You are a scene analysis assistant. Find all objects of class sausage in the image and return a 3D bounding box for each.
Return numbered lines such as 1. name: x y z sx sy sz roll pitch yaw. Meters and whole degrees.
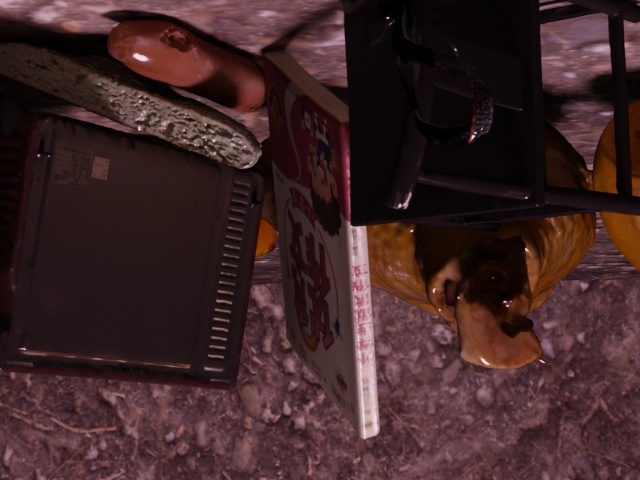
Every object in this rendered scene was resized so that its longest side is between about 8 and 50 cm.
1. sausage: -0.081 -0.118 1.057 0.043 0.043 0.186 -4 173 24

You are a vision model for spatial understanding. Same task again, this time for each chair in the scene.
1. chair: 0.079 -0.082 0.908 0.141 0.154 0.260 -7 173 39

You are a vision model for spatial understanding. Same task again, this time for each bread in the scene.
1. bread: -0.122 -0.098 1.074 0.193 0.036 0.112 23 -174 7

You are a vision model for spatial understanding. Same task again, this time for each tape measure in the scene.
1. tape measure: 0.081 -0.105 0.667 0.107 0.179 0.104 1 157 -6

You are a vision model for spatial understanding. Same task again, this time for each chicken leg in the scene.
1. chicken leg: 0.079 -0.004 1.181 0.295 0.182 0.409 16 -161 -2

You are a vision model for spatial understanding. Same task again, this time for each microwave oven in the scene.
1. microwave oven: -0.186 0.002 1.092 0.188 0.178 0.247 10 178 39

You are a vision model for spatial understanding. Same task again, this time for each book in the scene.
1. book: 0.000 0.000 1.069 0.022 0.231 0.162 -11 -154 -16

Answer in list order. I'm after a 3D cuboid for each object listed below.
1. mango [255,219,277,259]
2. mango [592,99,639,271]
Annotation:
1. mango: -0.173 0.002 1.425 0.187 0.138 0.257 -35 171 33
2. mango: 0.340 -0.035 1.263 0.359 0.144 0.187 4 128 -41
